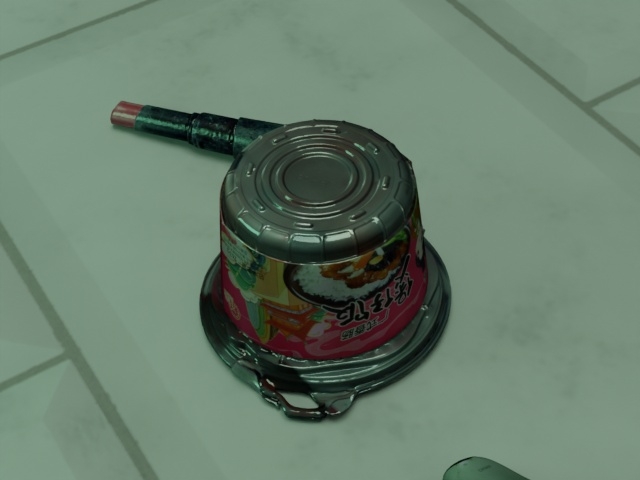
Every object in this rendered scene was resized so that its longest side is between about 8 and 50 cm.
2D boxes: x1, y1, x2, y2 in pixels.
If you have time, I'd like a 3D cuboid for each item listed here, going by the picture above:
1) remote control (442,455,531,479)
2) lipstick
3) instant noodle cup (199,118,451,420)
[{"bbox_3d":[0.209,0.241,0.955,0.256,0.045,0.097,22,20,37],"label":"remote control"},{"bbox_3d":[-0.142,-0.129,1.361,0.234,0.053,0.053,13,49,21],"label":"lipstick"},{"bbox_3d":[0.000,0.000,1.133,0.258,0.182,0.303,-5,46,0],"label":"instant noodle cup"}]
